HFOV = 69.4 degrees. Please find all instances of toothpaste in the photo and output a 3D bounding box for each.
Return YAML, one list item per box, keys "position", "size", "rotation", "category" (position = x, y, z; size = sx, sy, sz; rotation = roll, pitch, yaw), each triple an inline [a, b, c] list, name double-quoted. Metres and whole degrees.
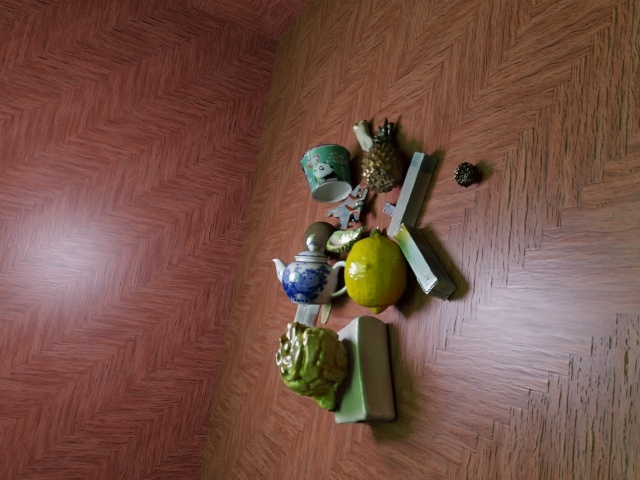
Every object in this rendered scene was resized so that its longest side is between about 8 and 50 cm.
- position: [0.340, 0.063, 1.531]
  size: [0.071, 0.089, 0.312]
  rotation: [-55, 31, 26]
  category: "toothpaste"

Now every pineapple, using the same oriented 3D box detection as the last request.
- position: [0.257, -0.348, 1.848]
  size: [0.175, 0.175, 0.361]
  rotation: [-45, 24, 49]
  category: "pineapple"

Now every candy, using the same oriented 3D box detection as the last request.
- position: [0.151, 0.473, 1.664]
  size: [0.208, 0.145, 0.358]
  rotation: [-46, 38, 50]
  category: "candy"

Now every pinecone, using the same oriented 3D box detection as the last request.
- position: [0.451, -0.208, 1.439]
  size: [0.083, 0.077, 0.077]
  rotation: [-107, 38, -55]
  category: "pinecone"

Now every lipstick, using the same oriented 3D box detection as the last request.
- position: [0.331, -0.157, 1.675]
  size: [0.066, 0.068, 0.317]
  rotation: [37, 112, 62]
  category: "lipstick"

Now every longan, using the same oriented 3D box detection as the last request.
- position: [0.000, 0.000, 2.191]
  size: [0.189, 0.189, 0.189]
  rotation: [-40, 44, 53]
  category: "longan"

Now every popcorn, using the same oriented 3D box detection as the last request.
- position: [-0.039, 0.422, 1.639]
  size: [0.293, 0.237, 0.292]
  rotation: [-40, 42, 49]
  category: "popcorn"

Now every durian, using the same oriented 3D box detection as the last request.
- position: [0.116, 0.013, 2.006]
  size: [0.221, 0.095, 0.137]
  rotation: [-20, 35, 57]
  category: "durian"

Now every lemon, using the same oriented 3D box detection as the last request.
- position: [0.197, 0.118, 1.642]
  size: [0.234, 0.234, 0.287]
  rotation: [173, 98, -64]
  category: "lemon"

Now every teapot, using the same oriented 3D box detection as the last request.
- position: [-0.041, 0.146, 2.072]
  size: [0.425, 0.252, 0.279]
  rotation: [3, 86, 28]
  category: "teapot"

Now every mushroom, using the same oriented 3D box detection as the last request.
- position: [0.205, -0.467, 2.100]
  size: [0.084, 0.071, 0.209]
  rotation: [-30, 47, 16]
  category: "mushroom"

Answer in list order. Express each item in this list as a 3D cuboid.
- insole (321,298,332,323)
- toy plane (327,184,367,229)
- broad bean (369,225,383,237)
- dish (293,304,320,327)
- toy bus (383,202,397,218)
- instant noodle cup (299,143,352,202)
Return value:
- position: [0.036, 0.266, 2.164]
  size: [0.081, 0.011, 0.247]
  rotation: [-4, 74, 65]
  category: "insole"
- position: [0.113, -0.132, 2.080]
  size: [0.326, 0.105, 0.222]
  rotation: [-27, 42, 69]
  category: "toy plane"
- position: [0.218, 0.094, 1.810]
  size: [0.098, 0.056, 0.317]
  rotation: [-20, 63, 61]
  category: "broad bean"
- position: [-0.071, 0.354, 2.288]
  size: [0.154, 0.064, 0.234]
  rotation: [24, 99, 66]
  category: "dish"
- position: [0.286, -0.112, 1.786]
  size: [0.130, 0.037, 0.052]
  rotation: [-135, 59, -62]
  category: "toy bus"
- position: [0.039, -0.304, 2.184]
  size: [0.251, 0.251, 0.190]
  rotation: [-45, 48, 49]
  category: "instant noodle cup"
